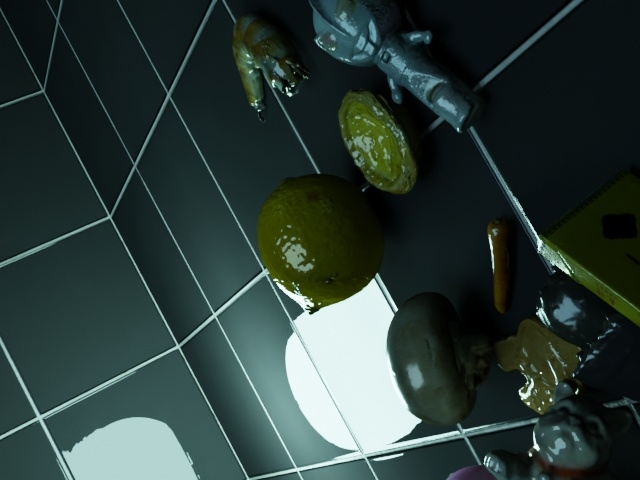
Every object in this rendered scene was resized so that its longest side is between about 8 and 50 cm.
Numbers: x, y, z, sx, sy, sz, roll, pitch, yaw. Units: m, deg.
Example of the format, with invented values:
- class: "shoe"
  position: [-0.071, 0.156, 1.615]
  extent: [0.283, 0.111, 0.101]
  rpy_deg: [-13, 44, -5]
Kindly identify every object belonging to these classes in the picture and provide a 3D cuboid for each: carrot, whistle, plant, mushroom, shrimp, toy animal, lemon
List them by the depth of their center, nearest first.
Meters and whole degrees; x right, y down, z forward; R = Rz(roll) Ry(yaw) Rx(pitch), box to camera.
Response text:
- class: "plant"
  position: [0.390, 0.109, 1.186]
  extent: [0.256, 0.164, 0.142]
  rpy_deg: [32, 134, 15]
- class: "toy animal"
  position: [0.430, 0.358, 1.399]
  extent: [0.308, 0.188, 0.266]
  rpy_deg: [17, 150, 32]
- class: "whistle"
  position: [0.101, -0.291, 1.423]
  extent: [0.346, 0.134, 0.142]
  rpy_deg: [43, 109, 17]
- class: "carrot"
  position: [0.279, 0.046, 1.487]
  extent: [0.037, 0.037, 0.190]
  rpy_deg: [35, 144, 45]
- class: "mushroom"
  position: [0.203, 0.195, 1.607]
  extent: [0.178, 0.226, 0.226]
  rpy_deg: [-16, 102, 25]
- class: "lemon"
  position: [-0.004, -0.008, 1.755]
  extent: [0.253, 0.228, 0.228]
  rpy_deg: [64, 154, 3]
- class: "shrimp"
  position: [-0.119, -0.338, 1.840]
  extent: [0.185, 0.068, 0.287]
  rpy_deg: [66, 156, -1]

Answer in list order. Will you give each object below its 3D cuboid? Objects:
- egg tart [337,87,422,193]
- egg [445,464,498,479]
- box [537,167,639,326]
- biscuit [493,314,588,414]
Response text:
- class: "egg tart"
  position: [0.106, -0.166, 1.570]
  extent: [0.191, 0.074, 0.191]
  rpy_deg: [43, 148, 35]
- class: "egg"
  position: [0.318, 0.519, 1.683]
  extent: [0.271, 0.196, 0.196]
  rpy_deg: [36, 147, 13]
- class: "box"
  position: [0.403, 0.035, 1.098]
  extent: [0.279, 0.153, 0.041]
  rpy_deg: [41, 160, 37]
- class: "biscuit"
  position: [0.351, 0.188, 1.492]
  extent: [0.144, 0.040, 0.236]
  rpy_deg: [52, 155, 11]
